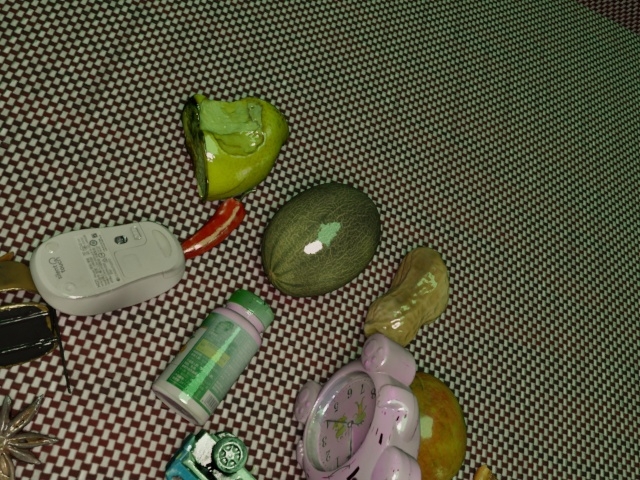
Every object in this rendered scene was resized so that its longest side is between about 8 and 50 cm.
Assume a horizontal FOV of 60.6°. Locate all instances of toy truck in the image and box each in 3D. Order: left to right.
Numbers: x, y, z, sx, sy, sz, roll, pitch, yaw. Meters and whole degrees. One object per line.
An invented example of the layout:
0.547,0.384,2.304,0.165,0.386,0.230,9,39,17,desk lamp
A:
-0.165,0.487,1.055,0.279,0.155,0.156,46,69,-1,toy truck

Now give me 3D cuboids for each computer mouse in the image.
-0.428,0.057,1.120,0.296,0.121,0.184,-21,69,-37,computer mouse

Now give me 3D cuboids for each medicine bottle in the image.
-0.213,0.234,1.142,0.133,0.133,0.274,40,60,-4,medicine bottle

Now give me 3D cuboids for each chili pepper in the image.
-0.243,-0.031,1.275,0.071,0.063,0.272,32,65,26,chili pepper

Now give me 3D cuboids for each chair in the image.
-0.572,0.168,1.012,0.158,0.173,0.247,-12,32,-26,chair

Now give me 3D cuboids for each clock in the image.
0.071,0.374,1.067,0.113,0.295,0.322,35,31,-24,clock

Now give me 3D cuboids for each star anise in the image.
-0.573,0.366,0.983,0.182,0.065,0.195,-10,70,-30,star anise

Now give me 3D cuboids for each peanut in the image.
0.227,0.151,1.351,0.159,0.143,0.291,36,62,6,peanut

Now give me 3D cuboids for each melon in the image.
0.000,0.000,1.263,0.301,0.237,0.238,-37,87,-26,melon

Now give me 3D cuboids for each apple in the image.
0.203,0.422,1.214,0.246,0.246,0.226,-39,106,-30,apple

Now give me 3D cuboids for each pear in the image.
-0.188,-0.228,1.322,0.255,0.164,0.239,-7,71,-26,pear

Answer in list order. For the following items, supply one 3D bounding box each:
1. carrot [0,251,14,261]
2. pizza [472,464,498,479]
-0.681,0.094,1.058,0.048,0.048,0.216,42,56,-2,carrot
0.438,0.639,1.296,0.193,0.053,0.201,8,67,-19,pizza
